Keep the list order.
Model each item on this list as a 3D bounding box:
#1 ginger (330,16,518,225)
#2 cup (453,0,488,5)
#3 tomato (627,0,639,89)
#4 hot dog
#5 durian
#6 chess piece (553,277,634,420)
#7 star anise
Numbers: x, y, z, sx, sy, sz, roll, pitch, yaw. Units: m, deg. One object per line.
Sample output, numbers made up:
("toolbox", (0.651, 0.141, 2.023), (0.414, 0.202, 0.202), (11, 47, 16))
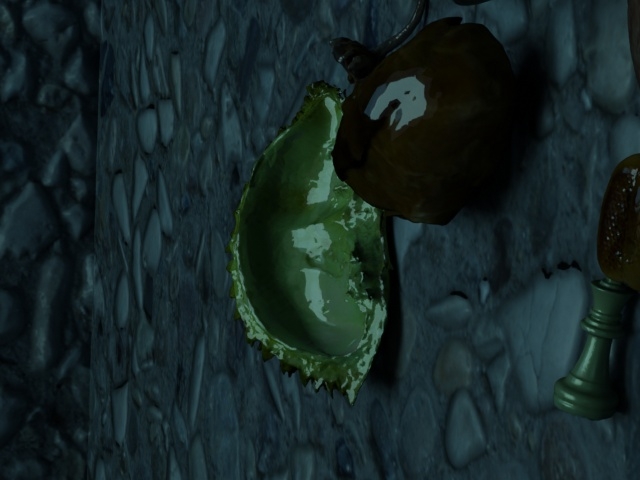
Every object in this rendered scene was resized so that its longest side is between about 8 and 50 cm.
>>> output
("ginger", (0.094, -0.102, 1.764), (0.321, 0.165, 0.172), (144, 131, -64))
("cup", (0.121, -0.404, 1.459), (0.327, 0.237, 0.323), (60, 166, 11))
("tomato", (0.329, -0.128, 0.960), (0.282, 0.317, 0.316), (-85, 4, -68))
("hot dog", (0.277, -0.024, 1.449), (0.090, 0.060, 0.140), (-138, 45, -58))
("durian", (-0.010, -0.001, 2.060), (0.198, 0.163, 0.394), (166, 109, -66))
("chess piece", (0.248, 0.082, 1.524), (0.059, 0.059, 0.149), (-138, 56, -62))
("star anise", (0.099, -0.259, 1.957), (0.227, 0.218, 0.148), (-44, -3, 8))
